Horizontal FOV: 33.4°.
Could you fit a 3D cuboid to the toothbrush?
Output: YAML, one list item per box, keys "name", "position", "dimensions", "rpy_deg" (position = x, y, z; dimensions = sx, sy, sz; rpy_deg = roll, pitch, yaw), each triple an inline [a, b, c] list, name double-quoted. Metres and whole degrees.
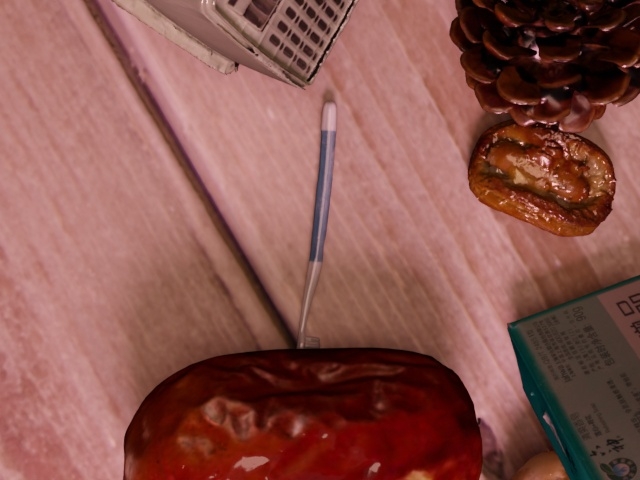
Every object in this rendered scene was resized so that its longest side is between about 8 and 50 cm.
- name: "toothbrush"
  position: [0.000, 0.000, 1.053]
  dimensions: [0.025, 0.019, 0.276]
  rpy_deg: [6, 92, -6]

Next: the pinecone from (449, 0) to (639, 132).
- name: "pinecone"
  position: [0.215, -0.205, 0.962]
  dimensions: [0.207, 0.208, 0.208]
  rpy_deg: [0, 92, 0]

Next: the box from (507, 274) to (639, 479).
- name: "box"
  position: [0.279, 0.151, 0.945]
  dimensions: [0.153, 0.245, 0.092]
  rpy_deg: [-20, 125, 1]

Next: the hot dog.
- name: "hot dog"
  position: [0.216, -0.059, 1.030]
  dimensions: [0.147, 0.065, 0.099]
  rpy_deg: [24, 82, 1]

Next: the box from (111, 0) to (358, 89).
- name: "box"
  position: [-0.072, -0.265, 0.914]
  dimensions: [0.166, 0.290, 0.221]
  rpy_deg: [28, 92, 19]

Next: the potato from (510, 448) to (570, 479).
- name: "potato"
  position: [0.217, 0.283, 1.016]
  dimensions: [0.118, 0.109, 0.178]
  rpy_deg: [14, 105, 5]

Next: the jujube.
- name: "jujube"
  position: [-0.019, 0.197, 0.966]
  dimensions: [0.318, 0.223, 0.223]
  rpy_deg: [-11, 92, -9]
